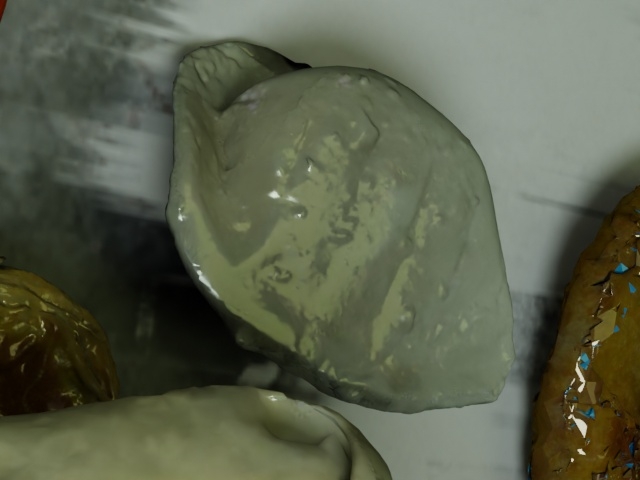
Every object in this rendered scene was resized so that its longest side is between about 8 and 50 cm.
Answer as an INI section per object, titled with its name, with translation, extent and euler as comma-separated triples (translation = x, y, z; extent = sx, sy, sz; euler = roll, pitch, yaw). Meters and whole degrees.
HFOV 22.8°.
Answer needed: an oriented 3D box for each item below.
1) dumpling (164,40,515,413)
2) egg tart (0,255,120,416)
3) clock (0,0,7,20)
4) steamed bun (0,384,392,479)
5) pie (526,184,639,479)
[dumpling]
translation = 0.000, -0.001, 0.661
extent = 0.150, 0.092, 0.176
euler = -32, 110, -39
[egg tart]
translation = -0.132, 0.067, 0.578
extent = 0.130, 0.052, 0.130
euler = -2, 94, -39
[clock]
translation = -0.176, -0.024, 0.516
extent = 0.113, 0.061, 0.155
euler = 16, 81, -1
[steamed bun]
translation = -0.095, 0.211, 0.421
extent = 0.372, 0.325, 0.230
euler = -64, 171, -55
[pie]
translation = 0.199, 0.094, 0.853
extent = 0.273, 0.069, 0.273
euler = 0, 90, -40
